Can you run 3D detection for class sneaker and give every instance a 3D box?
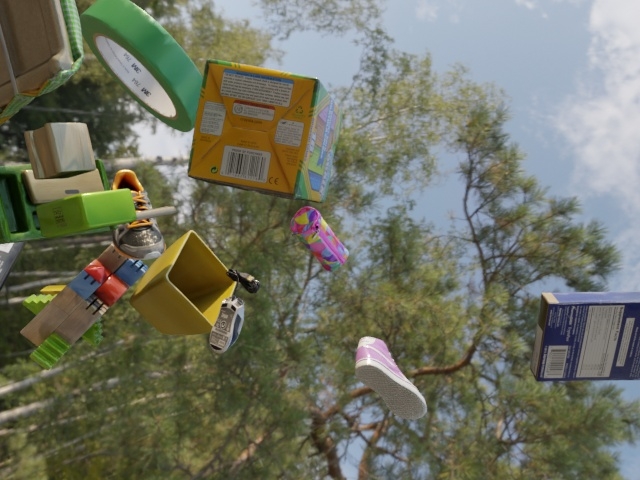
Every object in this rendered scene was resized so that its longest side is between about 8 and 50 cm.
[{"bbox_3d":[-0.339,-0.046,0.854,0.215,0.084,0.083,50,-44,35],"label":"sneaker"},{"bbox_3d":[0.210,0.388,1.377,0.102,0.161,0.282,-34,-69,20],"label":"sneaker"}]

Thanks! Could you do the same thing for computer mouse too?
[{"bbox_3d":[-0.202,0.166,1.094,0.106,0.042,0.192,13,-99,37],"label":"computer mouse"}]

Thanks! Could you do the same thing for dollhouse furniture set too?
[{"bbox_3d":[-0.289,-0.158,0.543,0.198,0.151,0.301,-8,-84,28],"label":"dollhouse furniture set"}]

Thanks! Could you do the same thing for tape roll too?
[{"bbox_3d":[-0.396,-0.393,1.084,0.321,0.077,0.321,35,-16,11],"label":"tape roll"}]

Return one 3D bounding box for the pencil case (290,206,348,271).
[{"bbox_3d":[0.000,0.000,1.402,0.104,0.104,0.236,33,-11,41],"label":"pencil case"}]

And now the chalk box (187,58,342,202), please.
[{"bbox_3d":[-0.073,-0.167,0.815,0.180,0.289,0.179,12,-85,9],"label":"chalk box"}]

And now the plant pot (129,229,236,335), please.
[{"bbox_3d":[-0.389,0.138,1.304,0.187,0.212,0.212,-23,-60,22],"label":"plant pot"}]

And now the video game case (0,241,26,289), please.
[{"bbox_3d":[-0.601,0.007,0.707,0.035,0.248,0.274,-44,-147,39],"label":"video game case"}]

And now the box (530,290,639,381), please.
[{"bbox_3d":[0.429,0.139,0.682,0.036,0.225,0.136,-81,169,-67],"label":"box"}]

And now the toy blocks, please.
[{"bbox_3d":[-0.528,0.109,1.137,0.191,0.261,0.381,45,2,-13],"label":"toy blocks"}]
